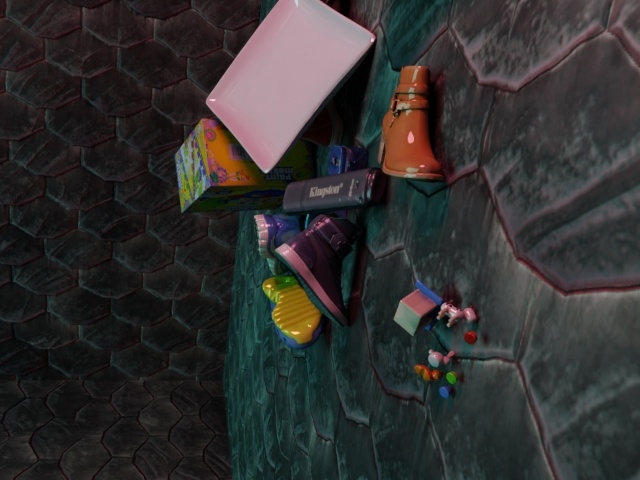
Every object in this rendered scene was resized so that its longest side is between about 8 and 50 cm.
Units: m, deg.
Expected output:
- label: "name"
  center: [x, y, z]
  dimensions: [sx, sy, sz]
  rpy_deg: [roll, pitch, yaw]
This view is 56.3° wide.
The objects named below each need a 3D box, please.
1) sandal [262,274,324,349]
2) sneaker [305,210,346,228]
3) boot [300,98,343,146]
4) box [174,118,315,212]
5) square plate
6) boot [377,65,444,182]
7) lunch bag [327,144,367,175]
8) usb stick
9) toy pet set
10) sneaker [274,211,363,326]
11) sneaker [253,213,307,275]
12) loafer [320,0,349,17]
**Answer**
- label: "sandal"
  center: [-0.060, 0.191, 1.458]
  dimensions: [0.317, 0.126, 0.138]
  rpy_deg: [-123, 22, -71]
- label: "sneaker"
  center: [0.000, 0.000, 1.299]
  dimensions: [0.092, 0.088, 0.228]
  rpy_deg: [-133, 50, -74]
- label: "boot"
  center: [-0.056, -0.294, 1.410]
  dimensions: [0.244, 0.177, 0.088]
  rpy_deg: [-108, 23, -59]
- label: "box"
  center: [-0.211, -0.194, 1.618]
  dimensions: [0.279, 0.290, 0.176]
  rpy_deg: [-23, 73, 61]
- label: "square plate"
  center: [-0.075, -0.354, 1.293]
  dimensions: [0.344, 0.049, 0.347]
  rpy_deg: [-50, 48, 12]
- label: "boot"
  center: [0.132, -0.167, 0.845]
  dimensions: [0.197, 0.073, 0.152]
  rpy_deg: [-126, 45, -65]
- label: "lunch bag"
  center: [0.049, -0.152, 1.178]
  dimensions: [0.098, 0.065, 0.067]
  rpy_deg: [-140, 54, -73]
- label: "usb stick"
  center: [0.018, -0.089, 1.129]
  dimensions: [0.278, 0.045, 0.077]
  rpy_deg: [-2, 66, 53]
- label: "toy pet set"
  center: [0.153, 0.113, 0.758]
  dimensions: [0.114, 0.065, 0.122]
  rpy_deg: [40, 138, 28]
- label: "sneaker"
  center: [0.034, 0.051, 1.167]
  dimensions: [0.086, 0.163, 0.226]
  rpy_deg: [24, 152, 55]
- label: "sneaker"
  center: [-0.067, 0.009, 1.504]
  dimensions: [0.330, 0.147, 0.129]
  rpy_deg: [67, -164, -79]
- label: "loafer"
  center: [0.028, -0.466, 1.355]
  dimensions: [0.078, 0.080, 0.219]
  rpy_deg: [46, 136, 38]
